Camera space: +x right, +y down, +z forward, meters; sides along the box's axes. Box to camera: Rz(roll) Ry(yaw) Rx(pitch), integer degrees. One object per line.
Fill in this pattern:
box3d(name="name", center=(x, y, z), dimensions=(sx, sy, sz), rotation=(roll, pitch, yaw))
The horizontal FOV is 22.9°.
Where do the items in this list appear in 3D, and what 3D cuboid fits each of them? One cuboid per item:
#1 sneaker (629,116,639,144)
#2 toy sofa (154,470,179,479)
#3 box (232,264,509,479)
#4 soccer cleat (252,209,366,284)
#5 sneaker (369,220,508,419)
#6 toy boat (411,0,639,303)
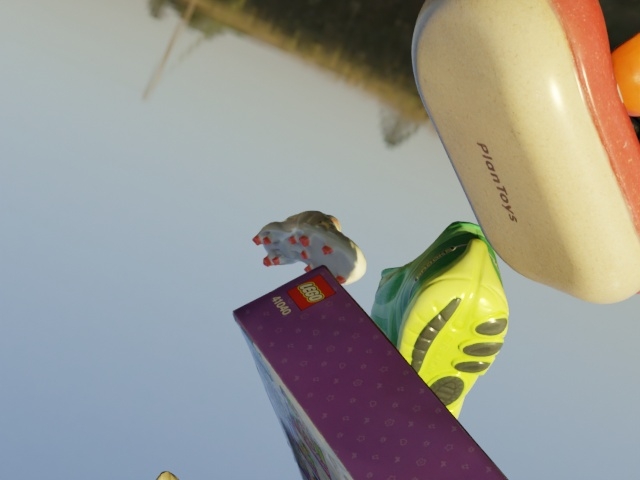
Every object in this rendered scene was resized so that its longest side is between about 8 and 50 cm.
box3d(name="sneaker", center=(0.368, -0.022, 1.182), dimensions=(0.257, 0.169, 0.447), rotation=(34, -175, -14))
box3d(name="toy sofa", center=(-0.193, 0.401, 1.607), dimensions=(0.177, 0.150, 0.362), rotation=(32, -154, -15))
box3d(name="box", center=(0.064, 0.164, 0.714), dimensions=(0.293, 0.057, 0.201), rotation=(49, 162, 52))
box3d(name="soccer cleat", center=(0.000, 0.000, 1.640), dimensions=(0.076, 0.068, 0.196), rotation=(-30, -160, -23))
box3d(name="sneaker", center=(0.083, 0.094, 1.348), dimensions=(0.109, 0.295, 0.123), rotation=(22, -131, -11))
box3d(name="toy boat", center=(0.162, -0.085, 0.979), dimensions=(0.151, 0.151, 0.231), rotation=(25, 146, 57))
